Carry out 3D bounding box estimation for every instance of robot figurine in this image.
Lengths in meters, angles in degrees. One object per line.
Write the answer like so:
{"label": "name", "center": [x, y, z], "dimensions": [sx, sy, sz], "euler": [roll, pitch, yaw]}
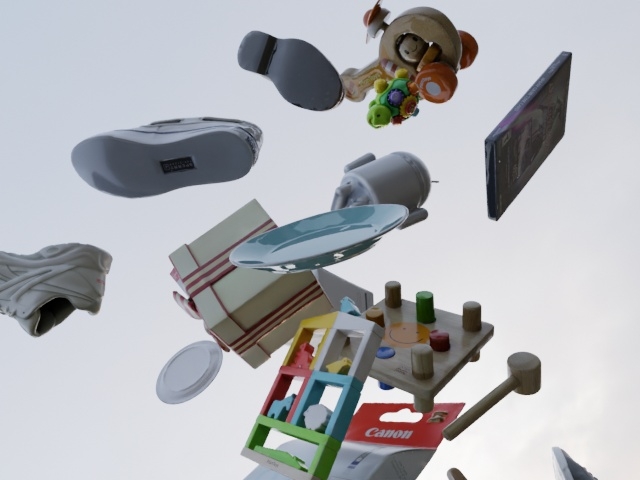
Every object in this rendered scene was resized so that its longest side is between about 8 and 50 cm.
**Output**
{"label": "robot figurine", "center": [0.201, -0.156, 1.625], "dimensions": [0.354, 0.300, 0.199], "euler": [-26, -23, -26]}

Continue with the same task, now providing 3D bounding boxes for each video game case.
{"label": "video game case", "center": [0.388, -0.192, 0.974], "dimensions": [0.274, 0.026, 0.196], "euler": [-46, -39, -21]}

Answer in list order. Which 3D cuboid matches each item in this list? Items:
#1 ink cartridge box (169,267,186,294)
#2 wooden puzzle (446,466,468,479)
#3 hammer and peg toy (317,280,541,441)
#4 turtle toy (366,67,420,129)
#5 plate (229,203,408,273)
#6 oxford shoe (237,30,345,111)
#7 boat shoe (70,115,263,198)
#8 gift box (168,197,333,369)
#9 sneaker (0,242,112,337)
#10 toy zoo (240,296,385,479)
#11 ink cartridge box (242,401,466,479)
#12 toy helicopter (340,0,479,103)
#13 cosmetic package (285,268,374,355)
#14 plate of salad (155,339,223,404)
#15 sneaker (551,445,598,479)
{"label": "ink cartridge box", "center": [-0.326, 0.115, 1.457], "dimensions": [0.109, 0.150, 0.063], "euler": [-34, -7, -46]}
{"label": "wooden puzzle", "center": [0.311, 0.546, 0.929], "dimensions": [0.044, 0.221, 0.239], "euler": [-39, -1, 5]}
{"label": "hammer and peg toy", "center": [0.202, 0.201, 0.972], "dimensions": [0.266, 0.361, 0.127], "euler": [-26, -62, -42]}
{"label": "turtle toy", "center": [0.132, -0.245, 0.947], "dimensions": [0.130, 0.066, 0.095], "euler": [-31, -43, -19]}
{"label": "plate", "center": [0.000, 0.000, 0.538], "dimensions": [0.188, 0.188, 0.024], "euler": [-23, -75, -32]}
{"label": "oxford shoe", "center": [-0.026, -0.224, 0.698], "dimensions": [0.076, 0.212, 0.076], "euler": [11, -65, -46]}
{"label": "boat shoe", "center": [-0.199, -0.114, 0.697], "dimensions": [0.084, 0.258, 0.095], "euler": [-71, -21, -57]}
{"label": "gift box", "center": [-0.164, 0.097, 1.142], "dimensions": [0.258, 0.276, 0.255], "euler": [-37, -42, -7]}
{"label": "sneaker", "center": [-0.396, 0.073, 0.689], "dimensions": [0.232, 0.115, 0.090], "euler": [-9, -25, 5]}
{"label": "toy zoo", "center": [-0.006, 0.223, 0.833], "dimensions": [0.030, 0.192, 0.293], "euler": [40, -119, -27]}
{"label": "ink cartridge box", "center": [0.060, 0.403, 1.015], "dimensions": [0.385, 0.308, 0.091], "euler": [-34, -81, -41]}
{"label": "toy helicopter", "center": [0.141, -0.390, 1.127], "dimensions": [0.235, 0.355, 0.140], "euler": [43, -116, -22]}
{"label": "cosmetic package", "center": [-0.012, 0.195, 1.385], "dimensions": [0.225, 0.224, 0.138], "euler": [29, -132, -38]}
{"label": "plate of salad", "center": [-0.341, 0.349, 1.379], "dimensions": [0.200, 0.200, 0.048], "euler": [-40, -55, -18]}
{"label": "sneaker", "center": [0.588, 0.532, 1.069], "dimensions": [0.147, 0.295, 0.104], "euler": [-14, -70, 4]}
